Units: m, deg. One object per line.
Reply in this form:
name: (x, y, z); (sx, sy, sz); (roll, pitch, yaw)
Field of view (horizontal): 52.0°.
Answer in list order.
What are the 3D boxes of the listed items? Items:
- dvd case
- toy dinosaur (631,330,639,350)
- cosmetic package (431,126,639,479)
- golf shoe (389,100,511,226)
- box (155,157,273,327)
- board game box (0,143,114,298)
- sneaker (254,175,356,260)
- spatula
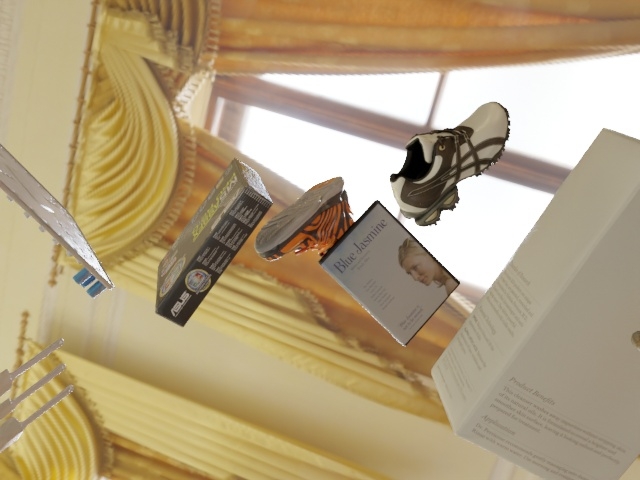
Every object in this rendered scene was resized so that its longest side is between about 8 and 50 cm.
dvd case: (0.143, 0.066, 1.339); (0.180, 0.253, 0.022); (-47, 8, -8)
toy dinosaur: (0.260, 0.028, 0.381); (0.200, 0.127, 0.296); (9, -84, -65)
cosmetic package: (0.329, 0.089, 0.773); (0.385, 0.217, 0.156); (-57, 12, 13)
golf shoe: (0.162, -0.113, 0.815); (0.198, 0.077, 0.094); (-52, -54, -13)
box: (-0.199, -0.005, 1.184); (0.270, 0.060, 0.216); (-53, 21, 9)
board game box: (-0.610, -0.090, 1.341); (0.050, 0.390, 0.390); (-41, -48, -8)
sneaker: (0.000, 0.000, 1.353); (0.321, 0.124, 0.180); (-42, -69, -49)
spatula: (-0.621, 0.325, 1.391); (0.242, 0.019, 0.168); (-45, -46, -61)
